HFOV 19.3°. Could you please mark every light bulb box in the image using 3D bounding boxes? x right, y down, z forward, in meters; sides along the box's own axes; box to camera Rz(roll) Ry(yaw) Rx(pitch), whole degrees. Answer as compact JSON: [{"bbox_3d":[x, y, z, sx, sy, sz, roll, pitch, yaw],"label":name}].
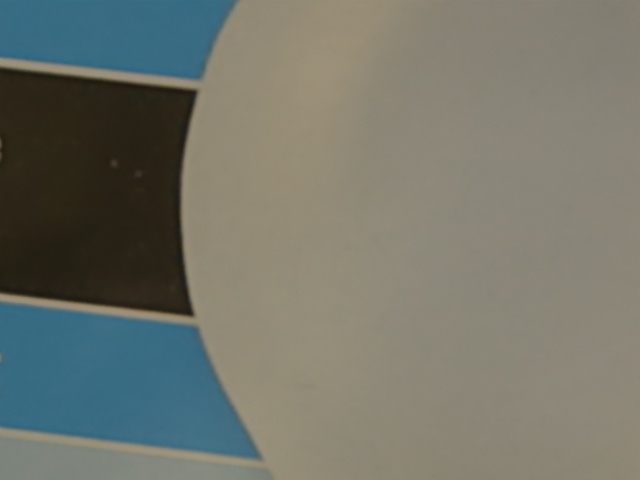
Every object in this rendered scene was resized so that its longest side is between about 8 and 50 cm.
[{"bbox_3d":[0.000,0.000,0.433,0.357,0.225,0.361,6,-73,4],"label":"light bulb box"}]
